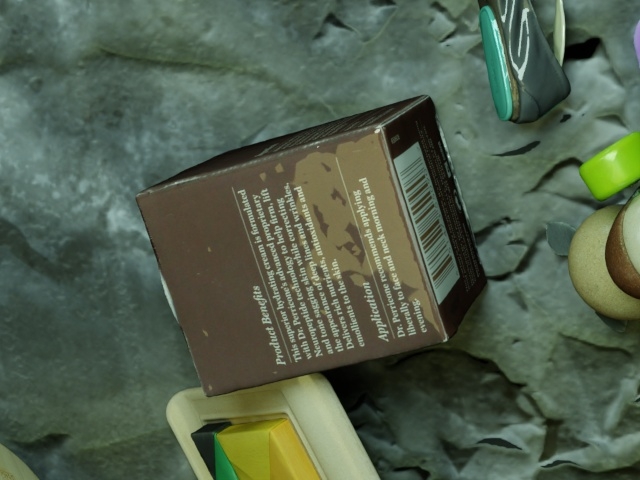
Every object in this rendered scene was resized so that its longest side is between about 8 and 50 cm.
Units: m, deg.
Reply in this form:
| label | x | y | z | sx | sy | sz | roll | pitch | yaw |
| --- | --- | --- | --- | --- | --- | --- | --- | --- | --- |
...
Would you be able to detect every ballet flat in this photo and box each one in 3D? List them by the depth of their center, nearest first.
| label | x | y | z | sx | sy | sz | roll | pitch | yaw |
| --- | --- | --- | --- | --- | --- | --- | --- | --- | --- |
| ballet flat | 0.143 | -0.190 | 0.980 | 0.074 | 0.074 | 0.203 | -15 | 93 | 20 |

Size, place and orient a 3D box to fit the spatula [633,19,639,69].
| label | x | y | z | sx | sy | sz | roll | pitch | yaw |
| --- | --- | --- | --- | --- | --- | --- | --- | --- | --- |
| spatula | 0.299 | -0.039 | 0.984 | 0.084 | 0.030 | 0.296 | -8 | 102 | 20 |

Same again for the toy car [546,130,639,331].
| label | x | y | z | sx | sy | sz | roll | pitch | yaw |
| --- | --- | --- | --- | --- | --- | --- | --- | --- | --- |
| toy car | 0.243 | 0.006 | 0.962 | 0.155 | 0.149 | 0.188 | 59 | 154 | 5 |

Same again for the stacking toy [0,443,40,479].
| label | x | y | z | sx | sy | sz | roll | pitch | yaw |
| --- | --- | --- | --- | --- | --- | --- | --- | --- | --- |
| stacking toy | -0.400 | 0.329 | 1.192 | 0.330 | 0.141 | 0.141 | -43 | 89 | 5 |

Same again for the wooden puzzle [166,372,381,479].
| label | x | y | z | sx | sy | sz | roll | pitch | yaw |
| --- | --- | --- | --- | --- | --- | --- | --- | --- | --- |
| wooden puzzle | -0.030 | 0.219 | 1.089 | 0.239 | 0.044 | 0.221 | -20 | 99 | 54 |

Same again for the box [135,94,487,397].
| label | x | y | z | sx | sy | sz | roll | pitch | yaw |
| --- | --- | --- | --- | --- | --- | --- | --- | --- | --- |
| box | 0.000 | 0.000 | 1.013 | 0.203 | 0.167 | 0.168 | -14 | 100 | 20 |
